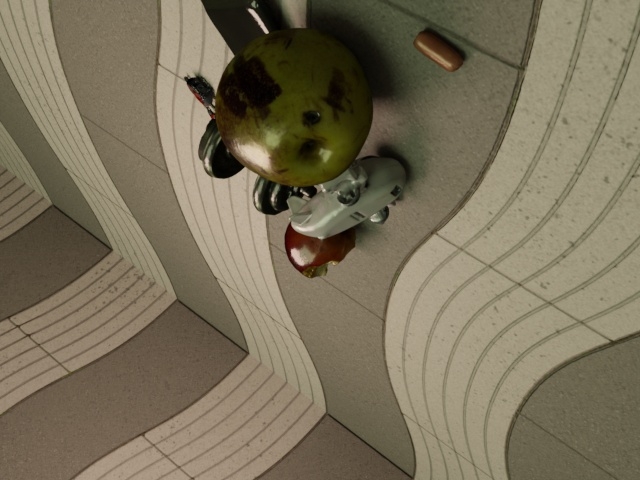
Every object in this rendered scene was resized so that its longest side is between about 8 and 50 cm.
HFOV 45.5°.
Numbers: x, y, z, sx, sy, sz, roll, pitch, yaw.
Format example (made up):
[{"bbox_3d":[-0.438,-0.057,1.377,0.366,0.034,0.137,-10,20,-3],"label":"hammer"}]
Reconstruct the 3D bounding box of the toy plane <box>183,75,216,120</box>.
[{"bbox_3d":[-0.265,-0.326,1.760,0.145,0.037,0.060,49,159,-8],"label":"toy plane"}]

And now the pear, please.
[{"bbox_3d":[-0.046,-0.223,1.306,0.284,0.283,0.283,34,154,20],"label":"pear"}]

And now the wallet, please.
[{"bbox_3d":[-0.118,-0.373,1.459,0.169,0.052,0.245,19,150,43],"label":"wallet"}]

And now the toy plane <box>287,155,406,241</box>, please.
[{"bbox_3d":[0.050,-0.084,1.481,0.252,0.252,0.118,108,145,-63],"label":"toy plane"}]

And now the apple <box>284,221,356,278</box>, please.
[{"bbox_3d":[-0.003,-0.007,1.740,0.147,0.156,0.158,44,127,0],"label":"apple"}]

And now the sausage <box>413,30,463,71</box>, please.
[{"bbox_3d":[0.179,-0.288,1.160,0.083,0.034,0.034,38,155,10],"label":"sausage"}]

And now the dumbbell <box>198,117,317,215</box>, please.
[{"bbox_3d":[-0.126,-0.172,1.609,0.290,0.192,0.192,35,154,18],"label":"dumbbell"}]
